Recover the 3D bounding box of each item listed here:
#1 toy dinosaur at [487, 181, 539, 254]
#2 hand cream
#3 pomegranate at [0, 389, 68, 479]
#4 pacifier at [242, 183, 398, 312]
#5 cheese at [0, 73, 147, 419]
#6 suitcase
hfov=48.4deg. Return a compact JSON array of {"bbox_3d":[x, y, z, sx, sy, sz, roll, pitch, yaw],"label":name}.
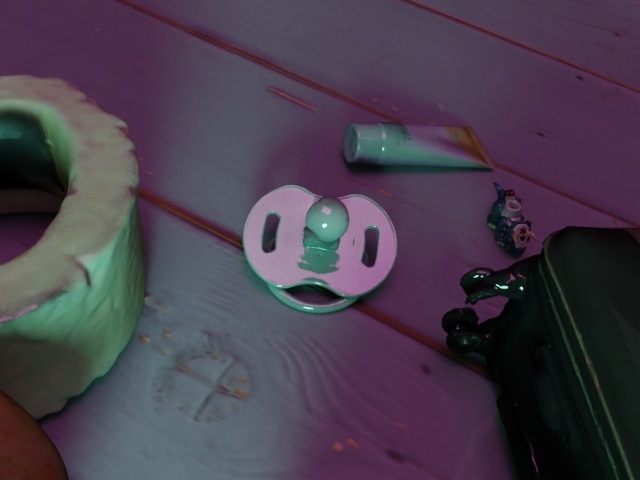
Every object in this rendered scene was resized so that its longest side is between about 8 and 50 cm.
[{"bbox_3d":[0.200,-0.024,0.751,0.030,0.047,0.083,-6,51,-12],"label":"toy dinosaur"},{"bbox_3d":[0.113,-0.111,0.823,0.174,0.047,0.076,0,47,-20],"label":"hand cream"},{"bbox_3d":[-0.243,0.168,0.425,0.191,0.191,0.191,4,49,-5],"label":"pomegranate"},{"bbox_3d":[0.000,0.000,0.660,0.150,0.116,0.127,15,74,0],"label":"pacifier"},{"bbox_3d":[-0.316,-0.001,0.586,0.332,0.153,0.292,-1,49,-11],"label":"cheese"},{"bbox_3d":[0.338,0.121,0.551,0.433,0.194,0.283,1,49,-9],"label":"suitcase"}]
